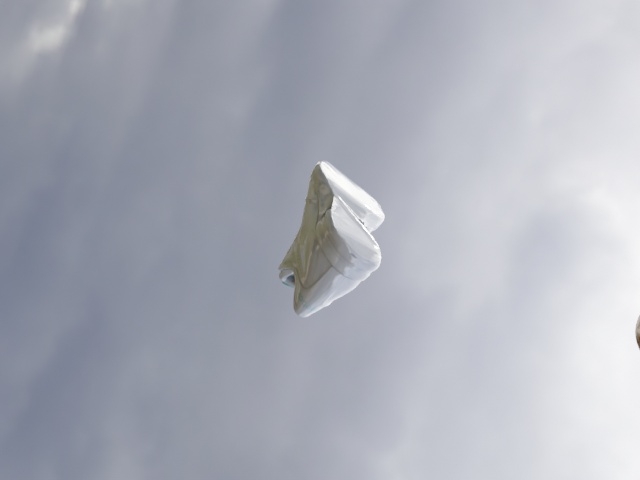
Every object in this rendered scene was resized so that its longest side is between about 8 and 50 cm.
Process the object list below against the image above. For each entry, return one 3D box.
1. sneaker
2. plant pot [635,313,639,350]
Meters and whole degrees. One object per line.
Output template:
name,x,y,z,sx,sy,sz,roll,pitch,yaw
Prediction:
sneaker,0.000,0.000,1.704,0.094,0.080,0.212,-49,-169,18
plant pot,0.346,0.072,1.062,0.291,0.203,0.291,-28,-171,5
